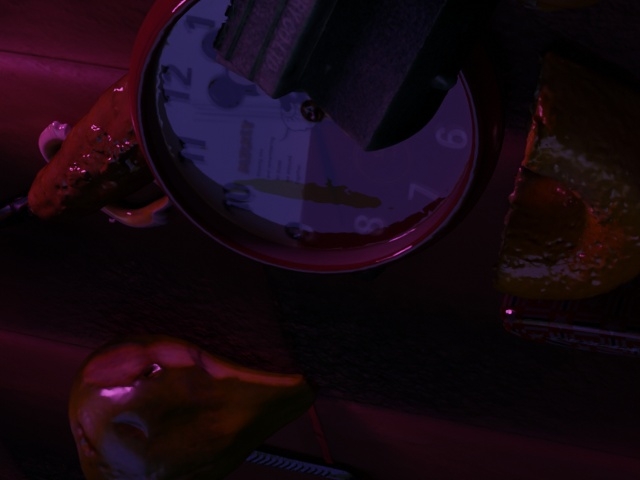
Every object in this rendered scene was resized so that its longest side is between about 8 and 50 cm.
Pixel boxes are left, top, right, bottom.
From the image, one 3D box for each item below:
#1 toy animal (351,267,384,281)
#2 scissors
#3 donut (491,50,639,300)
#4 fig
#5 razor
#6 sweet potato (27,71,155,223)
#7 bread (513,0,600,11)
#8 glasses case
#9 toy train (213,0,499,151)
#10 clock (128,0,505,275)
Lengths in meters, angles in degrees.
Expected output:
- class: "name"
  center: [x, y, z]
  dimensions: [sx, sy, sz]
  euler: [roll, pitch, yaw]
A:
- class: "toy animal"
  center: [0.000, 0.000, 1.716]
  dimensions: [0.136, 0.047, 0.065]
  euler: [18, 155, -1]
- class: "scissors"
  center: [-0.255, -0.050, 1.824]
  dimensions: [0.160, 0.024, 0.317]
  euler: [42, 143, -25]
- class: "donut"
  center: [0.233, -0.038, 1.486]
  dimensions: [0.152, 0.101, 0.259]
  euler: [13, 141, 7]
- class: "fig"
  center: [-0.137, 0.200, 1.985]
  dimensions: [0.275, 0.206, 0.206]
  euler: [-5, 142, 2]
- class: "razor"
  center: [-0.025, 0.269, 2.121]
  dimensions: [0.190, 0.033, 0.066]
  euler: [16, -173, 18]
- class: "sweet potato"
  center: [-0.167, -0.102, 1.627]
  dimensions: [0.355, 0.095, 0.106]
  euler: [-24, 140, 35]
- class: "bread"
  center: [0.173, -0.237, 1.253]
  dimensions: [0.119, 0.084, 0.177]
  euler: [24, 142, -1]
- class: "glasses case"
  center: [0.262, 0.068, 1.621]
  dimensions: [0.194, 0.073, 0.049]
  euler: [8, 143, 25]
- class: "toy train"
  center: [0.050, -0.199, 1.228]
  dimensions: [0.178, 0.138, 0.330]
  euler: [46, 139, 17]
- class: "clock"
  center: [-0.004, -0.111, 1.484]
  dimensions: [0.318, 0.080, 0.318]
  euler: [6, 124, 9]
